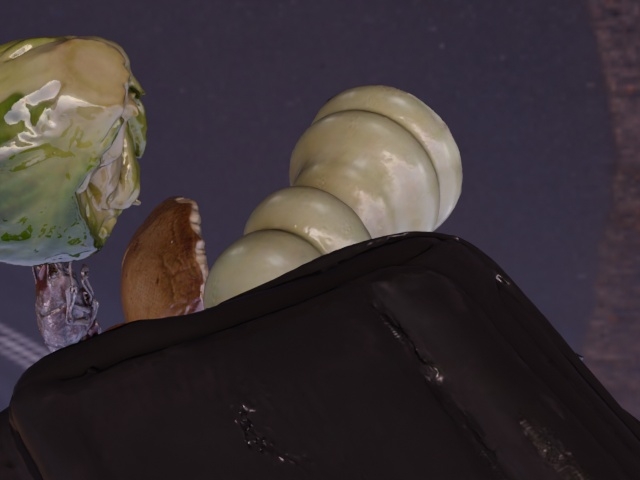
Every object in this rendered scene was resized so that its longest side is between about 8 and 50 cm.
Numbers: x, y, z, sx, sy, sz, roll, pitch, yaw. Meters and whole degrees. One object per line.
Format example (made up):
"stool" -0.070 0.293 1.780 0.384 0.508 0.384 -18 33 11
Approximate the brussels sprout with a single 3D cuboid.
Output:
"brussels sprout" -0.200 -0.063 0.948 0.146 0.131 0.183 9 133 1

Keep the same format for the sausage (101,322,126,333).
"sausage" -0.292 0.230 1.824 0.114 0.259 0.113 18 -161 -7

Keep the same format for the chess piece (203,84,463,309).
"chess piece" 0.000 0.000 1.325 0.182 0.182 0.330 -7 -151 35

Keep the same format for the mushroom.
"mushroom" -0.111 0.039 1.609 0.302 0.208 0.233 -34 153 -44

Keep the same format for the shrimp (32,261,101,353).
"shrimp" -0.236 0.050 1.256 0.057 0.165 0.065 21 -141 27

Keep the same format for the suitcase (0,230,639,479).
"suitcase" 0.040 0.175 0.640 0.339 0.345 0.188 -19 142 -29
